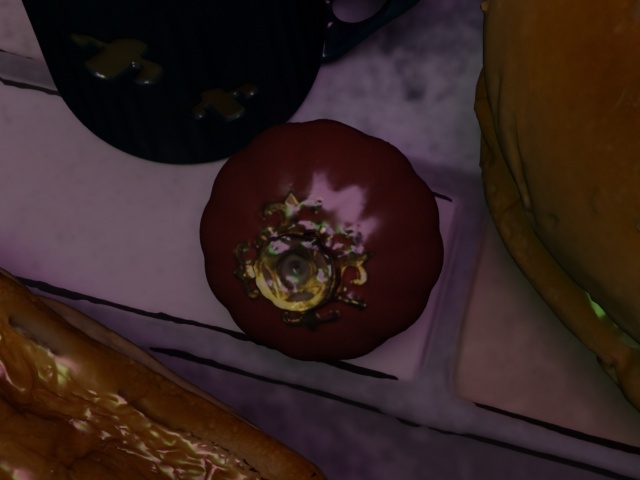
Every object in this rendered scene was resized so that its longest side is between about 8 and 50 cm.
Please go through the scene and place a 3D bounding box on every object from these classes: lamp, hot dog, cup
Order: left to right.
[{"bbox_3d":[-0.094,0.087,0.450,0.249,0.076,0.102,30,50,14],"label":"hot dog"},{"bbox_3d":[-0.043,-0.118,0.461,0.176,0.155,0.131,-8,77,0],"label":"cup"},{"bbox_3d":[0.000,0.000,0.467,0.101,0.090,0.101,4,108,12],"label":"lamp"}]

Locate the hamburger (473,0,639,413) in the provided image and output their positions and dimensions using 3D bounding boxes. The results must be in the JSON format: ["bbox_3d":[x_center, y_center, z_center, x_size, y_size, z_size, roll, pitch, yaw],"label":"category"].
[{"bbox_3d":[0.212,-0.057,0.441,0.290,0.170,0.314,-38,77,-15],"label":"hamburger"}]
